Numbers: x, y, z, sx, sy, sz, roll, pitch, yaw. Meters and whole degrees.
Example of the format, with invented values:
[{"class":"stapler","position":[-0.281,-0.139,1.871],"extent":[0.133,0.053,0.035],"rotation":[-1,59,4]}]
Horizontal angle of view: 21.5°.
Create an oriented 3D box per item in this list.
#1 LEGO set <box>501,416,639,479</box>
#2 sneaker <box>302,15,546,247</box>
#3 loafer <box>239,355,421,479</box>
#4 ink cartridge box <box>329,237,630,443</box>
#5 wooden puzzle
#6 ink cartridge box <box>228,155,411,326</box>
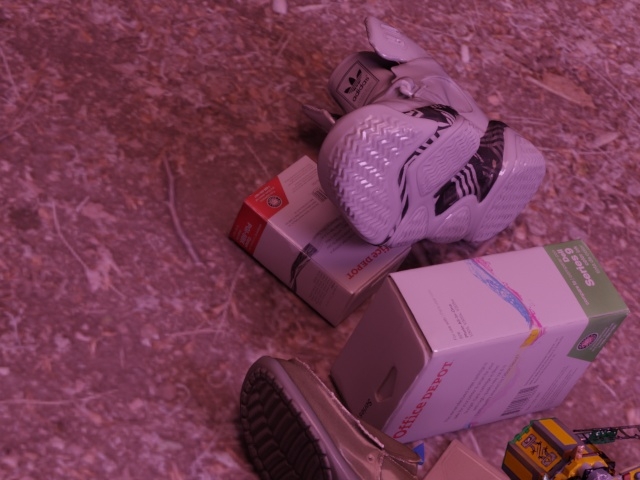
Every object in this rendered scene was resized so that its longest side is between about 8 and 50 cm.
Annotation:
[{"class":"LEGO set","position":[0.291,0.267,1.315],"extent":[0.331,0.255,0.192],"rotation":[7,21,-33]},{"class":"sneaker","position":[0.056,-0.104,1.554],"extent":[0.210,0.137,0.366],"rotation":[43,17,24]},{"class":"loafer","position":[0.028,0.195,1.385],"extent":[0.087,0.094,0.251],"rotation":[-27,75,-44]},{"class":"ink cartridge box","position":[0.136,0.090,1.467],"extent":[0.212,0.154,0.093],"rotation":[-11,57,-30]},{"class":"wooden puzzle","position":[0.128,0.213,1.458],"extent":[0.116,0.014,0.078],"rotation":[42,44,13]},{"class":"ink cartridge box","position":[0.000,0.000,1.551],"extent":[0.135,0.056,0.099],"rotation":[41,47,13]}]
